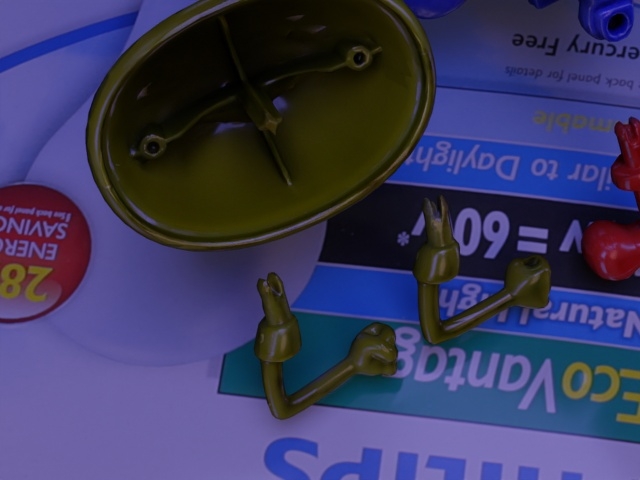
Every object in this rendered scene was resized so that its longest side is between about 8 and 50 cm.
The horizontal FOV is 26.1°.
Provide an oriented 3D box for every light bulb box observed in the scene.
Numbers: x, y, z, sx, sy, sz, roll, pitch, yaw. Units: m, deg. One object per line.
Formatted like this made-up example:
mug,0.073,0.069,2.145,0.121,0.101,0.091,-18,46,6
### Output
light bulb box,0.000,0.000,0.712,0.357,0.225,0.361,5,66,7

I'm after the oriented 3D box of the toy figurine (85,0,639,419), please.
toy figurine,0.076,-0.115,0.587,0.362,0.191,0.217,-27,36,0
